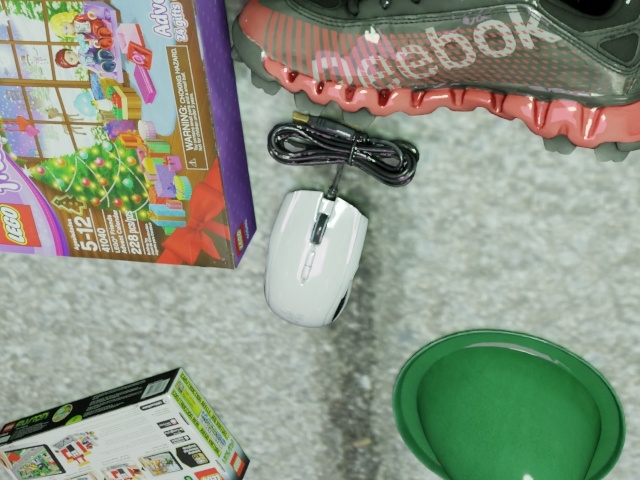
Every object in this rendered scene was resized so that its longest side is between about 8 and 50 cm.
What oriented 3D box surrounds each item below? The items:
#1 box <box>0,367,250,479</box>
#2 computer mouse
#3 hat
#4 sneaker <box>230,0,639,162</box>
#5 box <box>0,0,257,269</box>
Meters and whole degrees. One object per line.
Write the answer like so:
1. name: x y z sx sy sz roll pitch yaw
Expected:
1. box: -0.177 0.188 1.135 0.207 0.036 0.114 -19 117 28
2. computer mouse: 0.000 0.000 0.943 0.106 0.042 0.193 17 127 4
3. hat: 0.137 0.192 0.947 0.209 0.183 0.173 18 127 4
4. sneaker: 0.081 -0.136 0.788 0.276 0.097 0.135 9 127 9
5. box: -0.162 -0.118 0.900 0.201 0.057 0.293 4 125 15
